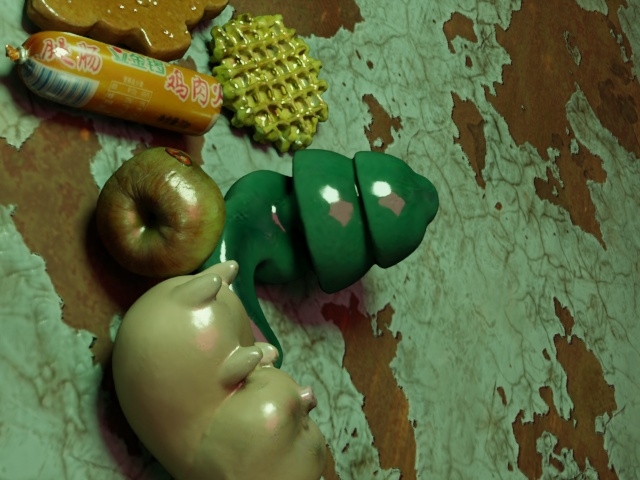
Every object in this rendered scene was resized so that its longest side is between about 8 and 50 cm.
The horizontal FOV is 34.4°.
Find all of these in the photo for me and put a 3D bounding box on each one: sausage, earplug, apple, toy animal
[{"bbox_3d":[-0.208,-0.159,1.039,0.234,0.071,0.071,9,65,-45],"label":"sausage"},{"bbox_3d":[-0.001,-0.004,1.120,0.257,0.280,0.163,-109,-178,-67],"label":"earplug"},{"bbox_3d":[-0.152,-0.023,0.998,0.126,0.126,0.102,66,15,0],"label":"apple"},{"bbox_3d":[-0.092,0.152,0.951,0.250,0.154,0.166,59,18,-1],"label":"toy animal"}]

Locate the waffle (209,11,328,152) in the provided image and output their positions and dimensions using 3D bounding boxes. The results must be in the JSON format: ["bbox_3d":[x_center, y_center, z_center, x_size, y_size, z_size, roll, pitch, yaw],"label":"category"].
[{"bbox_3d":[-0.058,-0.192,1.244,0.191,0.038,0.191,23,55,-39],"label":"waffle"}]

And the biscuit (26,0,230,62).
[{"bbox_3d":[-0.230,-0.332,1.121,0.284,0.043,0.306,-20,84,-47],"label":"biscuit"}]
